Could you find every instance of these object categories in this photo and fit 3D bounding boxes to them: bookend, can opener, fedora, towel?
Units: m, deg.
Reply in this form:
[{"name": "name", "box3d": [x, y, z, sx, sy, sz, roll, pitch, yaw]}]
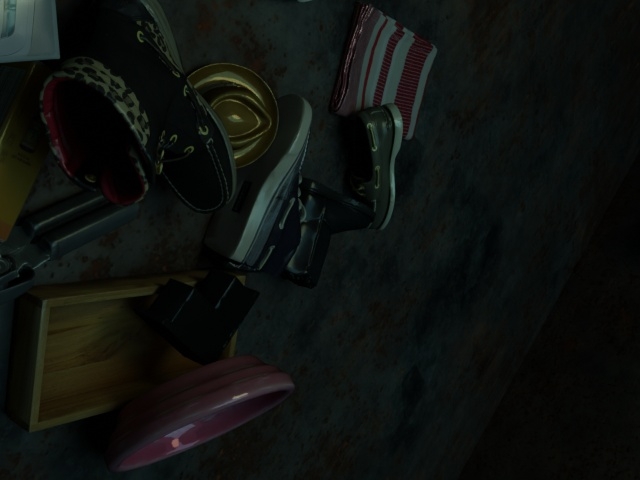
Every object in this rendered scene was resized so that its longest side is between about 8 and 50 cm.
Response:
[{"name": "bookend", "box3d": [-0.199, 0.102, 1.236, 0.156, 0.072, 0.157, -58, 141, -21]}, {"name": "can opener", "box3d": [-0.394, 0.006, 1.085, 0.283, 0.076, 0.095, -33, 161, -42]}, {"name": "fedora", "box3d": [-0.147, -0.204, 1.253, 0.194, 0.079, 0.194, -7, 106, -28]}, {"name": "towel", "box3d": [0.151, -0.362, 1.667, 0.329, 0.037, 0.236, 8, 98, -54]}]

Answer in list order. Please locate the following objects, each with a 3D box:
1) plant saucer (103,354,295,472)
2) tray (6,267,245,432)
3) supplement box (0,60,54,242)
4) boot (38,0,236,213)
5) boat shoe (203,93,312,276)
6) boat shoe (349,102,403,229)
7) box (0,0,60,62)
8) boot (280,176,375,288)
[{"name": "plant saucer", "box3d": [-0.208, 0.283, 1.266, 0.332, 0.332, 0.084, -2, 61, -53]}, {"name": "tray", "box3d": [-0.304, 0.163, 1.245, 0.411, 0.076, 0.202, -4, 107, -51]}, {"name": "supplement box", "box3d": [-0.412, -0.121, 0.984, 0.078, 0.080, 0.233, 34, 77, -54]}, {"name": "boot", "box3d": [-0.239, -0.139, 1.046, 0.284, 0.138, 0.377, -85, 161, -54]}, {"name": "boat shoe", "box3d": [-0.083, -0.092, 1.397, 0.158, 0.127, 0.340, 26, 92, -51]}, {"name": "boat shoe", "box3d": [0.110, -0.153, 1.644, 0.091, 0.109, 0.304, -12, 127, -21]}, {"name": "box", "box3d": [-0.436, -0.246, 0.745, 0.231, 0.262, 0.126, -24, 122, -48]}, {"name": "boot", "box3d": [0.000, 0.000, 1.558, 0.247, 0.094, 0.207, 22, 82, -47]}]
